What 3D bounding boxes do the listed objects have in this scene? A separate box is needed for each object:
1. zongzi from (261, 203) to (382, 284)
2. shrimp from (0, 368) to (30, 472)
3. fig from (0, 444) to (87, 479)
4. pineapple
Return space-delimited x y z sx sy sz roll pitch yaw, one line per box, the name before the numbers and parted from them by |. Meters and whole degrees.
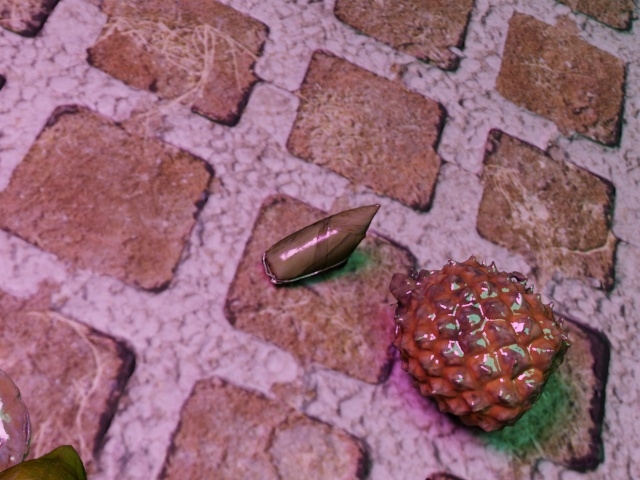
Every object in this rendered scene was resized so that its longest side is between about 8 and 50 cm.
zongzi | 0.000 0.000 1.060 0.104 0.113 0.052 -19 75 -32
shrimp | -0.310 0.190 0.848 0.126 0.047 0.223 18 51 -23
fig | -0.220 0.225 0.817 0.123 0.123 0.156 30 40 -2
pineapple | 0.150 0.093 1.038 0.193 0.166 0.166 36 51 11
